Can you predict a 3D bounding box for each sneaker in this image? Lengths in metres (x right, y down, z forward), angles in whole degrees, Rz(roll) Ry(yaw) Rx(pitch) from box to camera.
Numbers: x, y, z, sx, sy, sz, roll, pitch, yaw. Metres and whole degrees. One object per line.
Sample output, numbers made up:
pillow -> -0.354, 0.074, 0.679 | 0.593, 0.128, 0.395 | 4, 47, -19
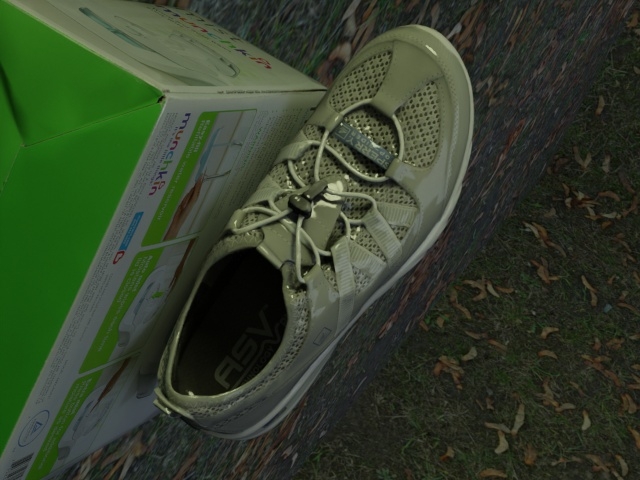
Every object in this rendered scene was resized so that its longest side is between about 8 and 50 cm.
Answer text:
sneaker -> 0.000, 0.000, 0.652 | 0.281, 0.105, 0.115 | -61, 166, 3

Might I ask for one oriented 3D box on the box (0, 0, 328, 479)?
box -> -0.133, -0.002, 0.666 | 0.262, 0.126, 0.231 | -63, 167, 18
